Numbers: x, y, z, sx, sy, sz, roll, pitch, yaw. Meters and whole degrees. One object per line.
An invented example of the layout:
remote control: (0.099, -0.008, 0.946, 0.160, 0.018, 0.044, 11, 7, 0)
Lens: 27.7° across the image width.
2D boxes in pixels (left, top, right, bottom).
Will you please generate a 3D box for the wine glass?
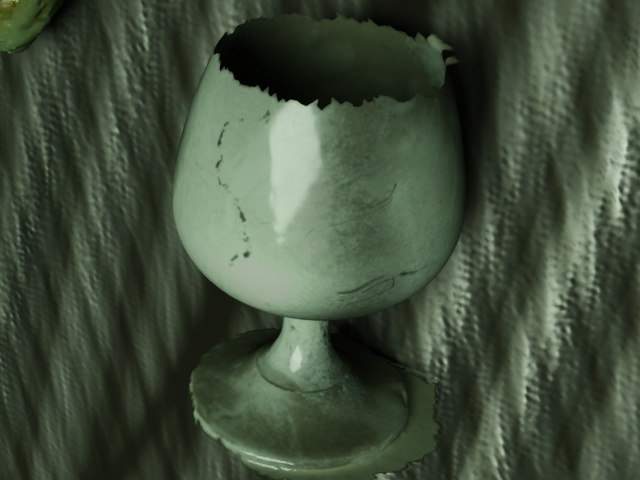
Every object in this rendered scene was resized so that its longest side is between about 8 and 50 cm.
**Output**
wine glass: (0.000, 0.000, 1.006, 0.238, 0.238, 0.323, 18, 126, 20)

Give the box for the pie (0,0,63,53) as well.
pie: (-0.385, -0.363, 1.094, 0.395, 0.180, 0.418, 9, 120, 24)
